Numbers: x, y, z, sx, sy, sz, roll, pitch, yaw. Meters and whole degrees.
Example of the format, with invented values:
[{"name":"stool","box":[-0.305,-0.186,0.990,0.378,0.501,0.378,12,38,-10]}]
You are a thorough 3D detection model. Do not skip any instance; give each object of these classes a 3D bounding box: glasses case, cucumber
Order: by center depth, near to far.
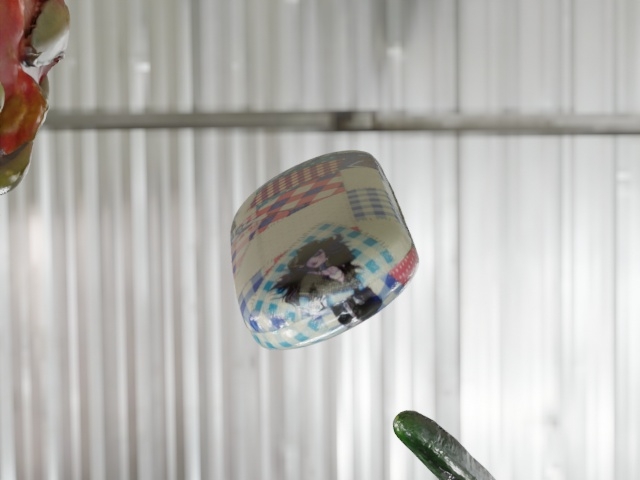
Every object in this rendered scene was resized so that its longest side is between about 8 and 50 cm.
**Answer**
[{"name":"glasses case","box":[0.000,0.000,1.398,0.125,0.076,0.327,-25,-165,4]},{"name":"cucumber","box":[0.101,0.173,1.494,0.033,0.036,0.184,-21,144,17]}]

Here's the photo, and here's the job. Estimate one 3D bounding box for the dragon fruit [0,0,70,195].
[{"name":"dragon fruit","box":[-0.286,-0.123,1.289,0.227,0.243,0.307,21,154,-5]}]
